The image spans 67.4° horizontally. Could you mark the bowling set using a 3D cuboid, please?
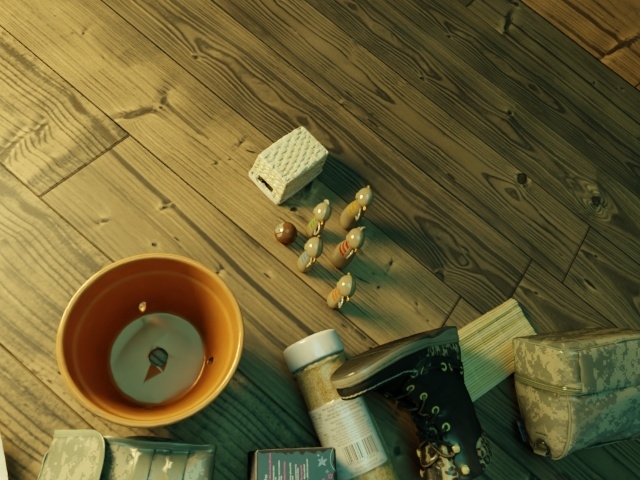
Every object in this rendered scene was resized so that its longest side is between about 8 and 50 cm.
[{"bbox_3d":[0.000,0.000,1.084,0.200,0.154,0.286,14,62,-11],"label":"bowling set"}]

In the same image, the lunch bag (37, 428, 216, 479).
[{"bbox_3d":[-0.325,0.438,0.770,0.287,0.169,0.235,8,63,-8],"label":"lunch bag"}]

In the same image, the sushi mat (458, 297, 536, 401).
[{"bbox_3d":[0.400,0.267,1.159,0.317,0.019,0.151,-23,75,-25],"label":"sushi mat"}]

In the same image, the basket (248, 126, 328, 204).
[{"bbox_3d":[-0.075,-0.188,1.180,0.113,0.103,0.167,46,60,6],"label":"basket"}]

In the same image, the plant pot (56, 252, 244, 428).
[{"bbox_3d":[-0.298,0.194,0.871,0.291,0.203,0.290,7,63,-15],"label":"plant pot"}]

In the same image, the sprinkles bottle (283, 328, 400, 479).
[{"bbox_3d":[0.045,0.359,0.945,0.121,0.121,0.355,-17,72,-24],"label":"sprinkles bottle"}]

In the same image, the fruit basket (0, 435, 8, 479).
[{"bbox_3d":[-0.585,0.433,0.624,0.327,0.165,0.353,-24,38,-25],"label":"fruit basket"}]

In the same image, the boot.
[{"bbox_3d":[0.196,0.333,0.937,0.378,0.138,0.284,-2,72,-51],"label":"boot"}]

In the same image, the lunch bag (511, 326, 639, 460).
[{"bbox_3d":[0.600,0.338,1.079,0.306,0.212,0.255,-3,84,-17],"label":"lunch bag"}]

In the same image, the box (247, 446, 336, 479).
[{"bbox_3d":[-0.056,0.491,0.826,0.142,0.163,0.247,5,65,-13],"label":"box"}]
